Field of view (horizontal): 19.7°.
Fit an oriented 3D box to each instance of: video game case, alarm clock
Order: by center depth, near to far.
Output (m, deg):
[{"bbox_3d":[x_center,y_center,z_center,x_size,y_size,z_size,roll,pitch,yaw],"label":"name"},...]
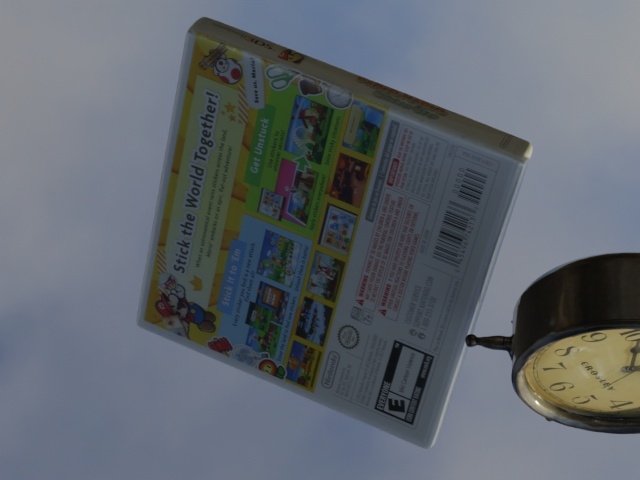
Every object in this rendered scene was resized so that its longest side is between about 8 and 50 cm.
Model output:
[{"bbox_3d":[0.190,0.053,1.038,0.129,0.192,0.064,43,-136,-44],"label":"alarm clock"},{"bbox_3d":[0.000,0.000,1.096,0.206,0.227,0.026,22,-142,11],"label":"video game case"}]
